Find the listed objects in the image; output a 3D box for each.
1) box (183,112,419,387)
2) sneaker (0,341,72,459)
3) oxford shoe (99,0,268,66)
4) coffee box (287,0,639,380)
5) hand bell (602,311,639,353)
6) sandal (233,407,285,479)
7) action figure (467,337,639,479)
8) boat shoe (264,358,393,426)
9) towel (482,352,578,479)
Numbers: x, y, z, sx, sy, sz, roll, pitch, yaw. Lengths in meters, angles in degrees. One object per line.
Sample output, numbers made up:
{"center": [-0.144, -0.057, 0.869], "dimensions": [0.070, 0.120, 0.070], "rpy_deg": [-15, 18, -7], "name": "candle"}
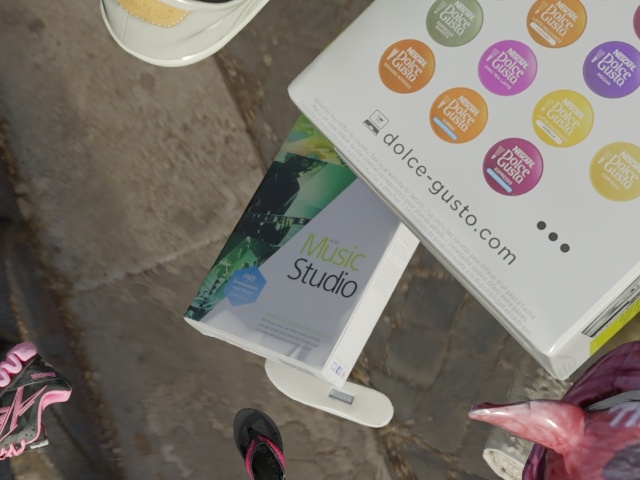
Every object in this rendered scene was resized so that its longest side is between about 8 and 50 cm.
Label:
{"center": [0.000, 0.000, 1.433], "dimensions": [0.232, 0.058, 0.322], "rpy_deg": [17, 69, 36], "name": "box"}
{"center": [-0.206, 0.124, 0.750], "dimensions": [0.057, 0.047, 0.119], "rpy_deg": [36, 62, -1], "name": "sneaker"}
{"center": [-0.019, -0.333, 0.937], "dimensions": [0.169, 0.130, 0.449], "rpy_deg": [37, 84, 3], "name": "oxford shoe"}
{"center": [0.230, -0.104, 1.129], "dimensions": [0.334, 0.338, 0.337], "rpy_deg": [-44, 72, 3], "name": "coffee box"}
{"center": [0.333, 0.075, 1.371], "dimensions": [0.126, 0.126, 0.242], "rpy_deg": [-32, 46, -2], "name": "hand bell"}
{"center": [-0.080, 0.329, 1.697], "dimensions": [0.067, 0.040, 0.179], "rpy_deg": [-15, 78, -8], "name": "sandal"}
{"center": [0.181, 0.079, 0.411], "dimensions": [0.370, 0.276, 0.248], "rpy_deg": [15, 91, -32], "name": "action figure"}
{"center": [0.011, 0.200, 1.566], "dimensions": [0.184, 0.063, 0.066], "rpy_deg": [18, 75, 4], "name": "boat shoe"}
{"center": [0.338, 0.274, 1.422], "dimensions": [0.282, 0.049, 0.187], "rpy_deg": [36, 43, -2], "name": "towel"}
